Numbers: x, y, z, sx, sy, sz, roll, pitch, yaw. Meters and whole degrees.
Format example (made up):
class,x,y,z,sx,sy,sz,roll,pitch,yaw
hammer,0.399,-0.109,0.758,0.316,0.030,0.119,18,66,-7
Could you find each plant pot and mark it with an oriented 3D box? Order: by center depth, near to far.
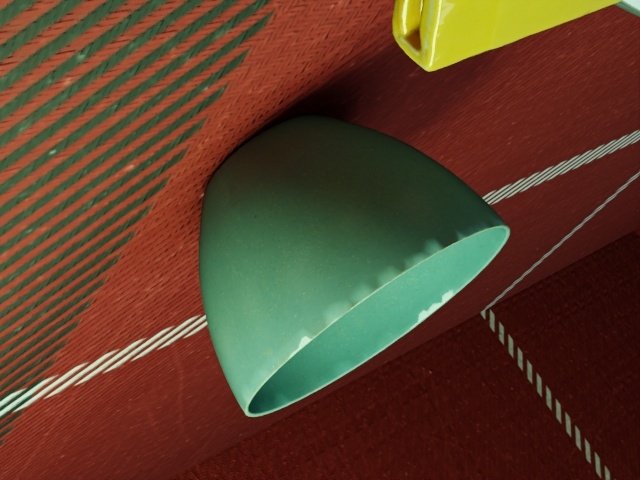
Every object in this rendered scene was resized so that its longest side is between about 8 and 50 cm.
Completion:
class,x,y,z,sx,sy,sz,roll,pitch,yaw
plant pot,0.000,0.000,1.046,0.290,0.195,0.290,-33,166,-9

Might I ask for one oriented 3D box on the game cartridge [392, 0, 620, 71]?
class,x,y,z,sx,sy,sz,roll,pitch,yaw
game cartridge,0.200,-0.273,0.710,0.323,0.053,0.285,-24,144,-24

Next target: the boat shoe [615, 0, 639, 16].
class,x,y,z,sx,sy,sz,roll,pitch,yaw
boat shoe,0.255,-0.245,0.914,0.306,0.113,0.105,16,108,-38
